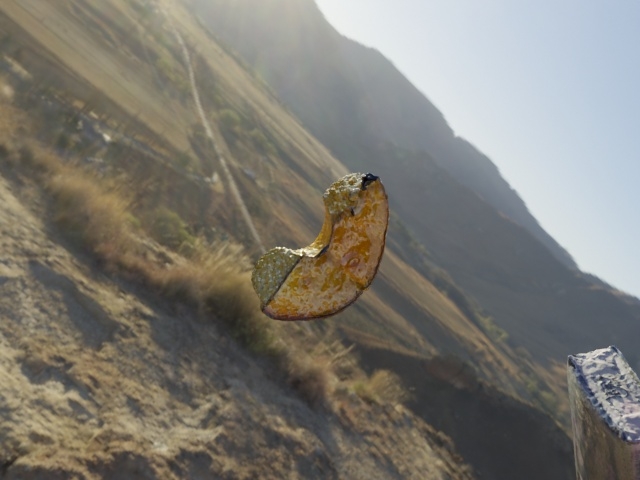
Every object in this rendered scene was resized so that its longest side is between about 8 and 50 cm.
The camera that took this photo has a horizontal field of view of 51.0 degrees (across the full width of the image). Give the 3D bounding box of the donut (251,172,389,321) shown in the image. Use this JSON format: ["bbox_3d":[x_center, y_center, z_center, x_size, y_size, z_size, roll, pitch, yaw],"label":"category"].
[{"bbox_3d":[0.000,0.000,0.368,0.067,0.083,0.038,5,12,-23],"label":"donut"}]

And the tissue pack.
[{"bbox_3d":[0.244,0.180,0.540,0.112,0.051,0.156,-99,175,-65],"label":"tissue pack"}]
